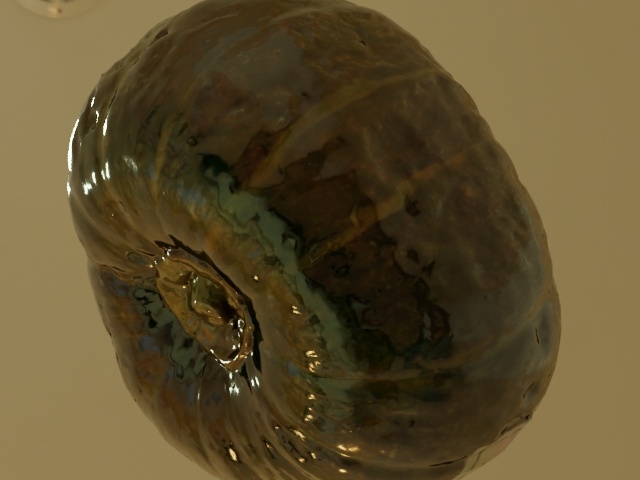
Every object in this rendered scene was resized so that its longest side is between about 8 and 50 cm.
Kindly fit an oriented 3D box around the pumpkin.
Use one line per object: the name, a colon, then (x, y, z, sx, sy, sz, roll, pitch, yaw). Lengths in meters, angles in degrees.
pumpkin: (0.002, -0.001, 0.660, 0.189, 0.260, 0.260, -33, -78, -36)
